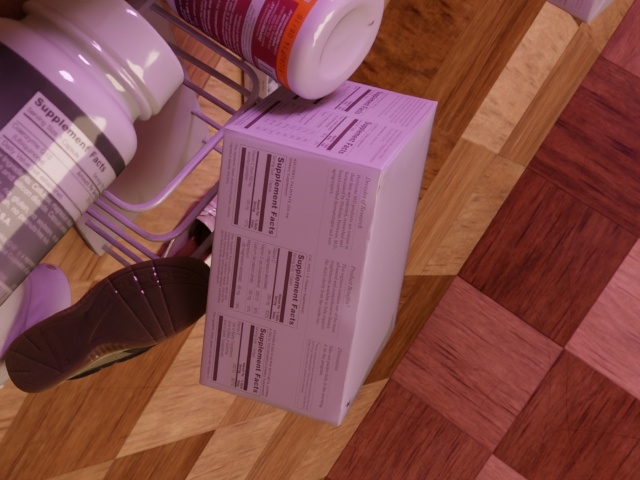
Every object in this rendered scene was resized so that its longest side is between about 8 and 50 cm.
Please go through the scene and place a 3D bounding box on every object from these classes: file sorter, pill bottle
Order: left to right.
[{"bbox_3d":[-0.253,-0.073,0.851,0.283,0.161,0.161,-51,160,-13],"label":"pill bottle"},{"bbox_3d":[-0.150,-0.072,1.077,0.193,0.173,0.277,-50,160,-16],"label":"file sorter"},{"bbox_3d":[-0.062,-0.229,0.944,0.121,0.221,0.121,-46,159,-23],"label":"pill bottle"}]

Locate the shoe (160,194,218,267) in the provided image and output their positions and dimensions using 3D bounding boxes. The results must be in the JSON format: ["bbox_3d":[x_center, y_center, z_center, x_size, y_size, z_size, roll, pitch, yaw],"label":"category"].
[{"bbox_3d":[-0.148,0.008,1.357,0.219,0.076,0.058,-52,166,-1],"label":"shoe"}]

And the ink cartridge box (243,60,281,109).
[{"bbox_3d":[-0.012,-0.251,1.296,0.208,0.045,0.206,-45,158,-29],"label":"ink cartridge box"}]

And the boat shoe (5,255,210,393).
[{"bbox_3d":[-0.197,0.078,1.032,0.224,0.080,0.073,-28,178,7],"label":"boat shoe"}]

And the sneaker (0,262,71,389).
[{"bbox_3d":[-0.349,0.152,1.081,0.292,0.108,0.169,-61,157,14],"label":"sneaker"}]

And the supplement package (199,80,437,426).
[{"bbox_3d":[0.000,0.000,1.010,0.204,0.145,0.261,-51,154,-60],"label":"supplement package"}]

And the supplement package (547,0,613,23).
[{"bbox_3d":[0.262,-0.429,1.262,0.175,0.293,0.177,-41,157,-33],"label":"supplement package"}]
